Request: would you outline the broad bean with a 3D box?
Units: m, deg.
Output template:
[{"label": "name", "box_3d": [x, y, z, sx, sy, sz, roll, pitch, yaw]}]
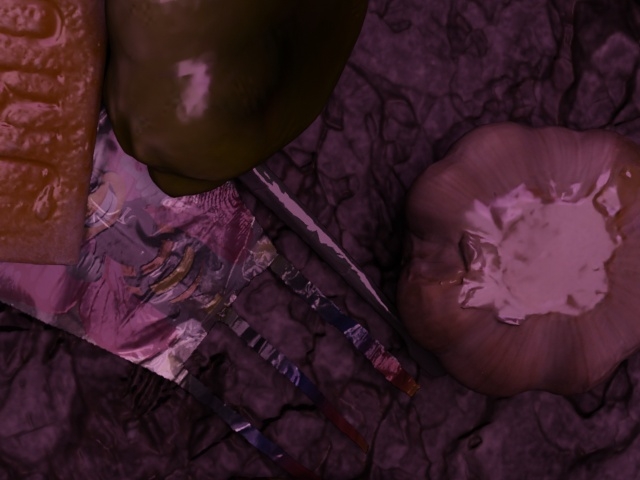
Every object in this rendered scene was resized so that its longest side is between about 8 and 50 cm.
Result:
[{"label": "broad bean", "box_3d": [-0.056, -0.172, 0.989, 0.238, 0.119, 0.291, 43, 69, -50]}]

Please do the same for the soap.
[{"label": "soap", "box_3d": [-0.227, -0.104, 0.976, 0.140, 0.073, 0.232, 5, 99, -26]}]

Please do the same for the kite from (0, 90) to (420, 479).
[{"label": "kite", "box_3d": [-0.084, 0.044, 1.074, 0.360, 0.022, 0.204, 39, 88, -13]}]

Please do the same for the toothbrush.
[{"label": "toothbrush", "box_3d": [0.000, 0.000, 1.098, 0.030, 0.030, 0.297, -43, 102, 9]}]

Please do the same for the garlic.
[{"label": "garlic", "box_3d": [0.164, 0.015, 1.081, 0.227, 0.152, 0.228, -1, 97, -9]}]

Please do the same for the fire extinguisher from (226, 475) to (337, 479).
[{"label": "fire extinguisher", "box_3d": [0.043, 0.236, 1.111, 0.252, 0.106, 0.075, 5, 53, -17]}]
